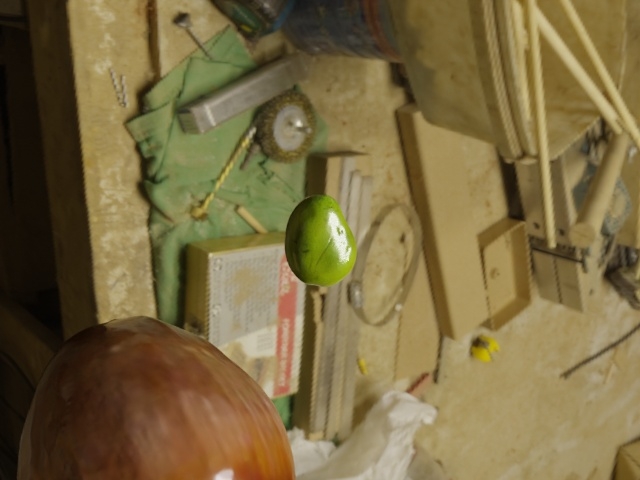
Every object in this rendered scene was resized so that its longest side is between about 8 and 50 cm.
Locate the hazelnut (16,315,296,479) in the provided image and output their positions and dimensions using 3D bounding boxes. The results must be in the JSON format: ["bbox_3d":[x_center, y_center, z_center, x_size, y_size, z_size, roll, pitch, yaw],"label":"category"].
[{"bbox_3d":[-0.109,0.148,0.507,0.176,0.214,0.214,-15,116,-10],"label":"hazelnut"}]

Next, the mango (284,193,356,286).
[{"bbox_3d":[-0.006,0.004,1.231,0.117,0.089,0.163,-29,124,-4],"label":"mango"}]
